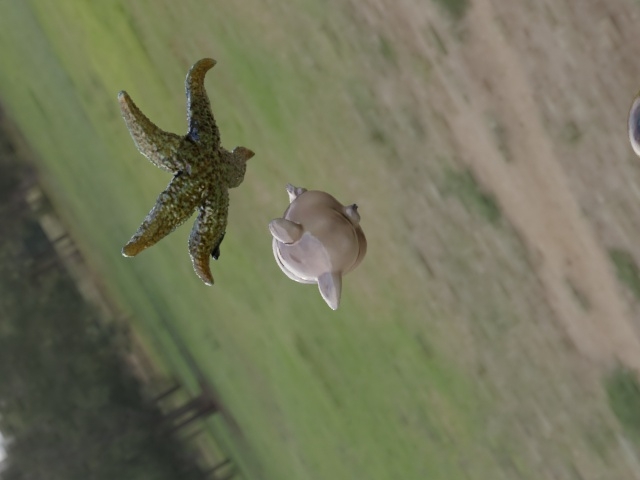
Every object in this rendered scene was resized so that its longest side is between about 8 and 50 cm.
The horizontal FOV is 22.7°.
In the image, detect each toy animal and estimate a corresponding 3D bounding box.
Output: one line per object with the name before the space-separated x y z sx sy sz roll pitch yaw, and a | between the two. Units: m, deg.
toy animal | -0.004 0.005 1.355 0.083 0.089 0.150 22 177 1

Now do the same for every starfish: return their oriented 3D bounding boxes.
starfish | -0.123 -0.072 1.413 0.053 0.208 0.176 -16 137 40

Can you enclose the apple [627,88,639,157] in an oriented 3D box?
apple | 0.352 -0.106 1.531 0.114 0.102 0.099 24 164 -9
